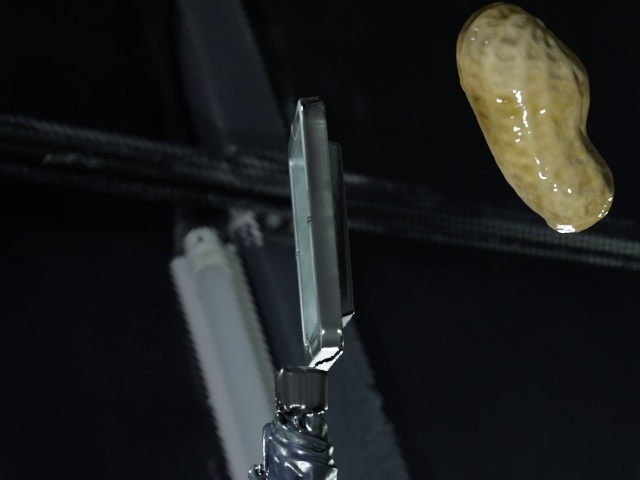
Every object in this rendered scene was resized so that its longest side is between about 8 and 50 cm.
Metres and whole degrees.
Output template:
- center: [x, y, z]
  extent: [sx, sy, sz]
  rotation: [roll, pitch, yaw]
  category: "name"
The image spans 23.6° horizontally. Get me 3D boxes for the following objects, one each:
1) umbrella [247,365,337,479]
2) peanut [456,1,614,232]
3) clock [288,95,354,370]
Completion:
- center: [-0.011, 0.194, 1.005]
  extent: [0.080, 0.071, 0.224]
  rotation: [2, -98, -4]
  category: "umbrella"
- center: [0.198, -0.111, 1.384]
  extent: [0.095, 0.108, 0.226]
  rotation: [-59, -54, -72]
  category: "peanut"
- center: [0.001, 0.000, 1.710]
  extent: [0.049, 0.273, 0.278]
  rotation: [-4, -98, -5]
  category: "clock"
